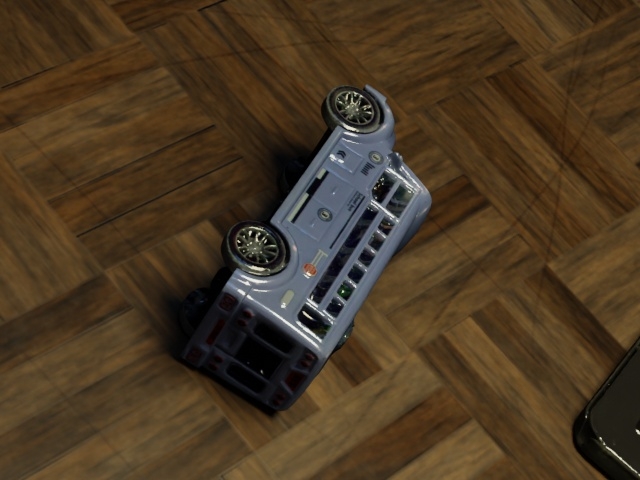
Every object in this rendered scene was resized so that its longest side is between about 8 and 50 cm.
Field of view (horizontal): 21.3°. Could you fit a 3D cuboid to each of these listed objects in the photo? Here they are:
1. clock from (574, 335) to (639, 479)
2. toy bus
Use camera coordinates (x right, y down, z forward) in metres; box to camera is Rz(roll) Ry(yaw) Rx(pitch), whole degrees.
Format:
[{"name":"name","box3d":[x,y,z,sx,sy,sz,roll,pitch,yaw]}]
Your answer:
[{"name":"clock","box3d":[0.397,0.182,1.554,0.279,0.049,0.273,40,46,7]},{"name":"toy bus","box3d":[0.000,0.000,1.444,0.133,0.125,0.292,34,48,-1]}]
